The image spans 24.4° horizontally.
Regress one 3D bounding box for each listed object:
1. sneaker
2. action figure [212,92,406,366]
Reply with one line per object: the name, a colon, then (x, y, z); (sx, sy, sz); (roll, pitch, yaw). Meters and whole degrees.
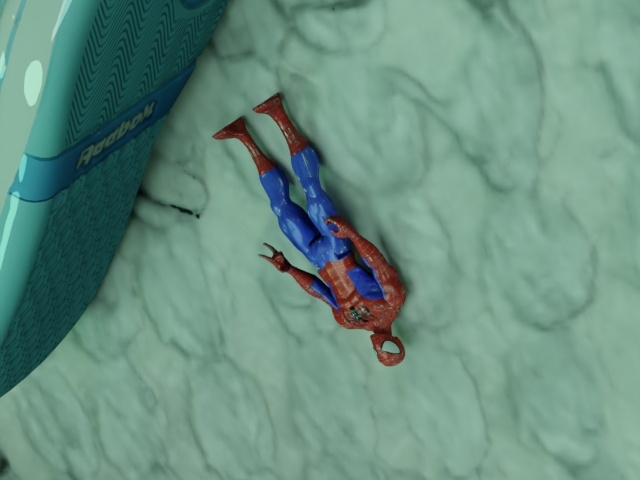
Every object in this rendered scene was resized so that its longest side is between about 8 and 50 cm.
sneaker: (-0.155, -0.099, 0.564); (0.208, 0.127, 0.319); (35, 122, 10)
action figure: (0.000, 0.000, 0.580); (0.038, 0.030, 0.115); (-31, 96, 30)
